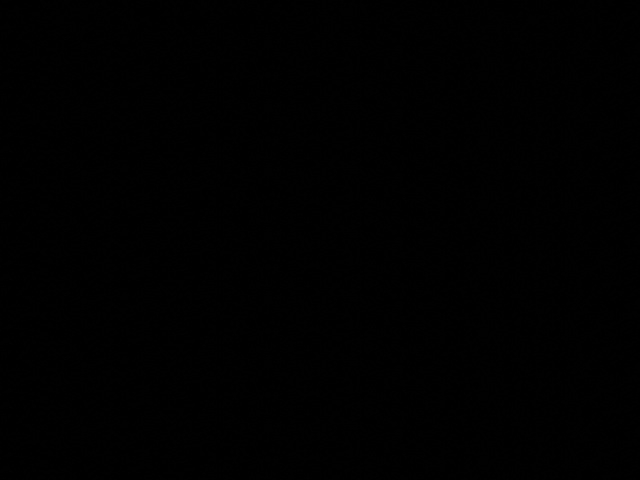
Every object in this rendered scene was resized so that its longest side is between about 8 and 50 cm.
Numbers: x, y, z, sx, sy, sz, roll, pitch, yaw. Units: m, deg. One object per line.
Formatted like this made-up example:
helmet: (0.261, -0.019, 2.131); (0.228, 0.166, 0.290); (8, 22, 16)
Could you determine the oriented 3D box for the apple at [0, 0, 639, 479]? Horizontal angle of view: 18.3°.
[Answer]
apple: (0.049, -0.031, 0.163); (0.391, 0.346, 0.391); (-29, 26, 15)
